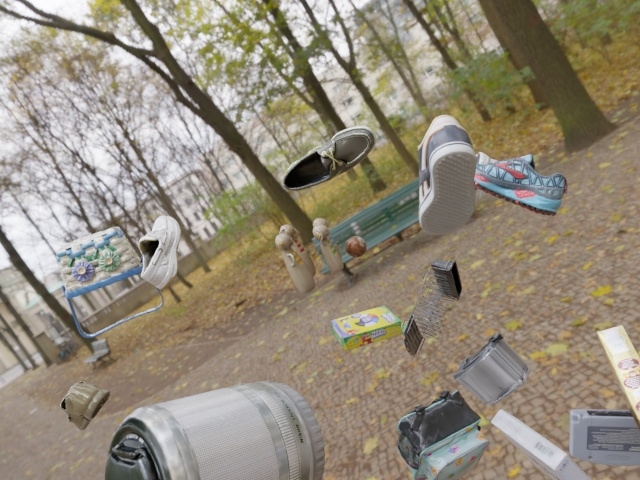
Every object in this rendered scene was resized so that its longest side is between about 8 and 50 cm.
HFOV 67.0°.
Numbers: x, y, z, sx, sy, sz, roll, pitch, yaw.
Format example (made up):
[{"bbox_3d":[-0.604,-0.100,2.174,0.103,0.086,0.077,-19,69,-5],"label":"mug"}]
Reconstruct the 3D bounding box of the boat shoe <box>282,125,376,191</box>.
[{"bbox_3d":[0.021,-0.226,1.391,0.305,0.109,0.091,-24,17,28],"label":"boat shoe"}]

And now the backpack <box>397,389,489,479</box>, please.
[{"bbox_3d":[0.245,0.419,0.995,0.166,0.144,0.188,-23,-34,-19],"label":"backpack"}]

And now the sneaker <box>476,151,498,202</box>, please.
[{"bbox_3d":[0.529,-0.172,1.606,0.292,0.119,0.110,96,-171,-67],"label":"sneaker"}]

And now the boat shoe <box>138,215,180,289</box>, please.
[{"bbox_3d":[-0.456,0.012,1.349,0.098,0.096,0.277,-44,38,19],"label":"boat shoe"}]

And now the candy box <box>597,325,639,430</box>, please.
[{"bbox_3d":[1.006,0.457,1.552,0.088,0.183,0.316,-22,38,22],"label":"candy box"}]

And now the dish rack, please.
[{"bbox_3d":[0.321,0.203,1.394,0.074,0.208,0.271,16,67,31],"label":"dish rack"}]

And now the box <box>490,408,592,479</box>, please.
[{"bbox_3d":[0.640,0.616,1.322,0.058,0.322,0.232,-47,22,-7],"label":"box"}]

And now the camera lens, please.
[{"bbox_3d":[-0.157,0.339,0.724,0.274,0.219,0.219,2,-20,-45],"label":"camera lens"}]

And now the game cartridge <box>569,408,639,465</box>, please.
[{"bbox_3d":[1.029,0.687,1.683,0.298,0.198,0.062,-3,19,13],"label":"game cartridge"}]

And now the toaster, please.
[{"bbox_3d":[0.532,0.396,1.482,0.227,0.146,0.129,-53,-16,30],"label":"toaster"}]

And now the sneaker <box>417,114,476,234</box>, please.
[{"bbox_3d":[0.279,-0.137,1.070,0.126,0.127,0.321,-5,-31,3],"label":"sneaker"}]

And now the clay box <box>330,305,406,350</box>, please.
[{"bbox_3d":[0.157,0.271,1.533,0.222,0.053,0.127,-15,20,-14],"label":"clay box"}]

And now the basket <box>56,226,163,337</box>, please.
[{"bbox_3d":[-0.644,0.122,1.448,0.255,0.288,0.201,-25,18,-16],"label":"basket"}]

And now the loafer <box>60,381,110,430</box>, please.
[{"bbox_3d":[-0.332,0.226,0.679,0.148,0.050,0.056,-42,13,47],"label":"loafer"}]

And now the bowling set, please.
[{"bbox_3d":[0.000,0.000,1.230,0.200,0.154,0.287,-26,11,0],"label":"bowling set"}]

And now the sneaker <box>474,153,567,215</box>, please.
[{"bbox_3d":[0.481,-0.160,1.206,0.104,0.262,0.125,10,-73,-63],"label":"sneaker"}]
